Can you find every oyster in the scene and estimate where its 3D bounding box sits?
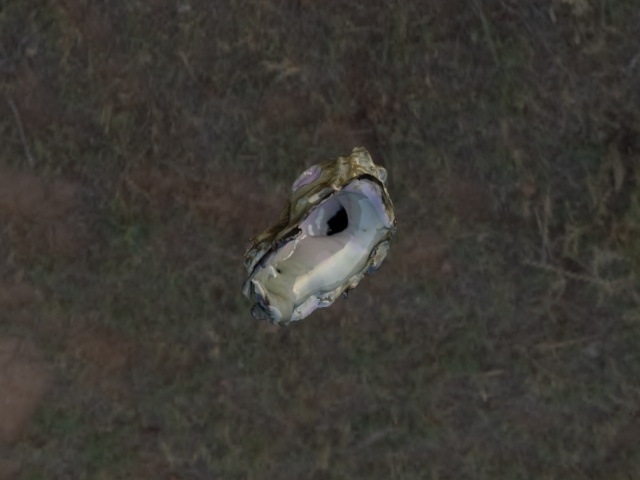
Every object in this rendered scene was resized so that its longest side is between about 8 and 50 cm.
[{"bbox_3d":[0.000,0.000,0.913,0.163,0.081,0.191,-55,147,-4],"label":"oyster"}]
